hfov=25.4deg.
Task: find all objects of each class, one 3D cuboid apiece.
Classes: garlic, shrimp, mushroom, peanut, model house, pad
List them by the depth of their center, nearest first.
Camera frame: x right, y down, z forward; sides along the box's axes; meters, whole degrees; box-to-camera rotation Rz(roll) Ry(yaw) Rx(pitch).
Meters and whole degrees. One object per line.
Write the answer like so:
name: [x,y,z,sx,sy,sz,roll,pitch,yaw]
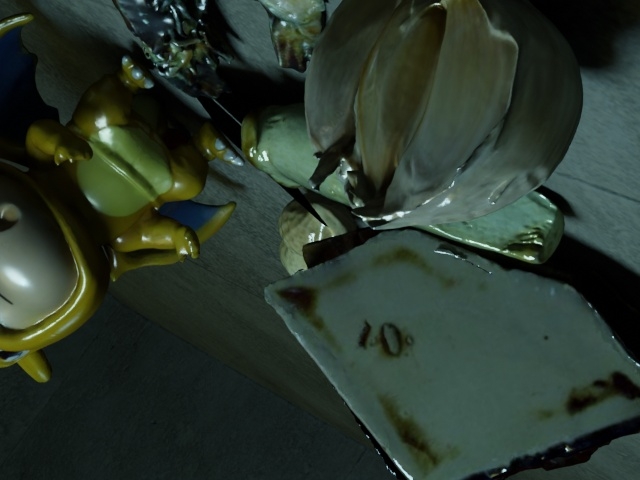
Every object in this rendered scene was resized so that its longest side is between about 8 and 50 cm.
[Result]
garlic: [0.089,-0.089,0.932,0.143,0.178,0.229,17,-167,-39]
shrimp: [-0.092,-0.200,1.226,0.233,0.071,0.365,26,160,18]
mushroom: [0.063,-0.060,1.280,0.333,0.087,0.107,22,179,39]
model house: [0.162,0.095,1.396,0.297,0.317,0.282,68,-164,10]
pad: [-0.146,-0.129,1.458,0.323,0.055,0.250,21,-165,-25]
peanut: [-0.001,0.001,1.681,0.104,0.085,0.228,40,166,14]

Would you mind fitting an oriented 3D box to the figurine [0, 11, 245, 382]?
figurine: [-0.284,-0.020,1.691,0.401,0.387,0.268,42,-179,-42]
